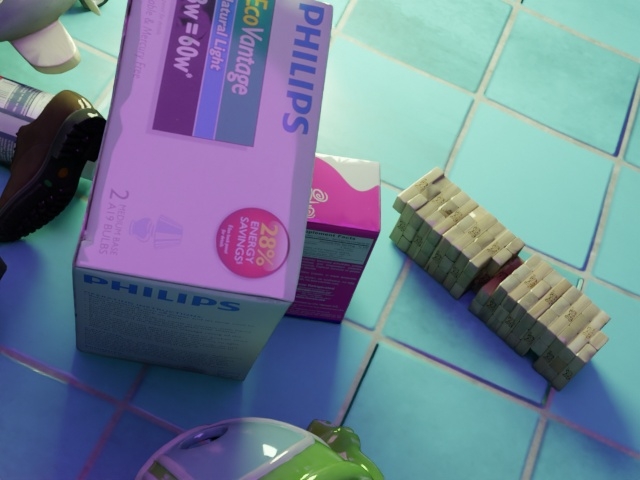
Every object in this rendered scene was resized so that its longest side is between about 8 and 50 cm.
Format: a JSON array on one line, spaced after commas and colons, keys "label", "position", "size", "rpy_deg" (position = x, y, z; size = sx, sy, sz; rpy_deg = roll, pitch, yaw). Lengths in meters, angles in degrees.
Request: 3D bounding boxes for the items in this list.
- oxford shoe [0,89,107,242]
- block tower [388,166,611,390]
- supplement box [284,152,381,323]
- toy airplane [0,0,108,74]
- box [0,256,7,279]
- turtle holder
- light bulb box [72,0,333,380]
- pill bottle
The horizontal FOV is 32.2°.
[{"label": "oxford shoe", "position": [-0.357, -0.094, 1.408], "size": [0.096, 0.227, 0.083], "rpy_deg": [48, 18, 27]}, {"label": "block tower", "position": [0.243, 0.050, 1.528], "size": [0.335, 0.097, 0.091], "rpy_deg": [44, 56, 14]}, {"label": "supplement box", "position": [0.000, 0.000, 1.415], "size": [0.114, 0.220, 0.111], "rpy_deg": [9, 53, -10]}, {"label": "toy airplane", "position": [-0.474, -0.423, 1.551], "size": [0.386, 0.272, 0.384], "rpy_deg": [16, 54, -5]}, {"label": "box", "position": [-0.523, 0.062, 1.121], "size": [0.179, 0.312, 0.343], "rpy_deg": [15, 61, 17]}, {"label": "turtle holder", "position": [-0.057, 0.288, 1.189], "size": [0.227, 0.243, 0.320], "rpy_deg": [31, 61, 29]}, {"label": "light bulb box", "position": [-0.144, -0.059, 1.282], "size": [0.225, 0.361, 0.357], "rpy_deg": [10, 69, -8]}, {"label": "pill bottle", "position": [-0.375, -0.146, 1.485], "size": [0.180, 0.108, 0.108], "rpy_deg": [20, 53, -1]}]
